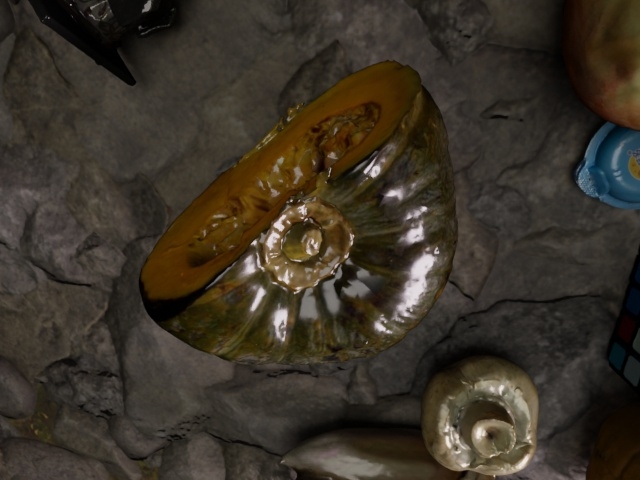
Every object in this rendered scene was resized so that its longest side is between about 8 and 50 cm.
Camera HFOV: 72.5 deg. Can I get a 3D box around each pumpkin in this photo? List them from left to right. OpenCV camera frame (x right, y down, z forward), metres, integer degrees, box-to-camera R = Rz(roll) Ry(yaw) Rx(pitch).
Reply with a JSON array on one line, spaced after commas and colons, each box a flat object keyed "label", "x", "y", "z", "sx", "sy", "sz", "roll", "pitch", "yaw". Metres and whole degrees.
[{"label": "pumpkin", "x": 0.000, "y": 0.000, "z": 0.462, "sx": 0.325, "sy": 0.242, "sz": 0.232, "roll": -34, "pitch": 127, "yaw": 11}]

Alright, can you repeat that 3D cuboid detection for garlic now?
[{"label": "garlic", "x": 0.076, "y": 0.377, "z": 0.525, "sx": 0.326, "sy": 0.278, "sz": 0.132, "roll": -8, "pitch": 139, "yaw": 2}]

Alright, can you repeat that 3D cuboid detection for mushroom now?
[{"label": "mushroom", "x": 0.188, "y": 0.206, "z": 0.515, "sx": 0.148, "sy": 0.112, "sz": 0.147, "roll": 1, "pitch": 96, "yaw": 10}]

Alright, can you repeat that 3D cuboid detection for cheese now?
[{"label": "cheese", "x": 0.390, "y": -0.112, "z": 0.443, "sx": 0.256, "sy": 0.037, "sz": 0.106, "roll": -26, "pitch": 101, "yaw": 12}]

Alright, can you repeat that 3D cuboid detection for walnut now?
[{"label": "walnut", "x": 0.391, "y": 0.280, "z": 0.486, "sx": 0.168, "sy": 0.167, "sz": 0.206, "roll": 2, "pitch": 107, "yaw": 8}]

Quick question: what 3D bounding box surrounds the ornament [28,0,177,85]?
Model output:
[{"label": "ornament", "x": -0.178, "y": -0.286, "z": 0.432, "sx": 0.196, "sy": 0.166, "sz": 0.153, "roll": -30, "pitch": 89, "yaw": 2}]

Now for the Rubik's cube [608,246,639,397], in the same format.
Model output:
[{"label": "Rubik's cube", "x": 0.433, "y": 0.097, "z": 0.416, "sx": 0.187, "sy": 0.182, "sz": 0.183, "roll": 7, "pitch": 105, "yaw": 6}]

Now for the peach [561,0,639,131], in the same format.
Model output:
[{"label": "peach", "x": 0.311, "y": -0.207, "z": 0.339, "sx": 0.215, "sy": 0.214, "sz": 0.235, "roll": 8, "pitch": 85, "yaw": 6}]
